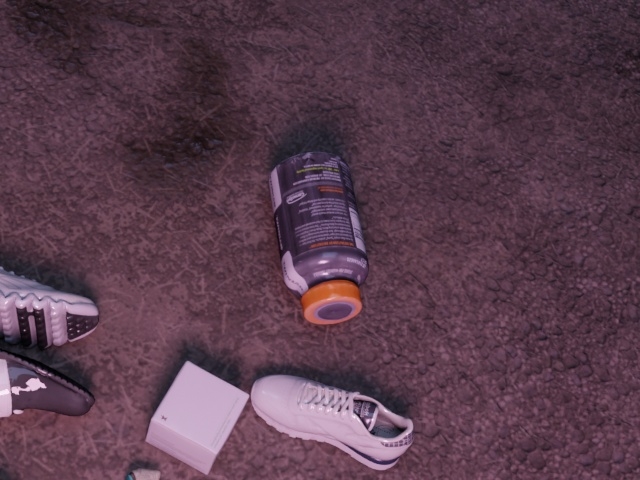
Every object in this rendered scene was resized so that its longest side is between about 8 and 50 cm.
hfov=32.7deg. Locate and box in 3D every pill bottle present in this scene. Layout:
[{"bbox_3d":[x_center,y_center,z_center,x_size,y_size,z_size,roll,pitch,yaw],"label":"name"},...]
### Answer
[{"bbox_3d":[0.000,0.000,1.635,0.130,0.130,0.246,-1,59,-16],"label":"pill bottle"}]

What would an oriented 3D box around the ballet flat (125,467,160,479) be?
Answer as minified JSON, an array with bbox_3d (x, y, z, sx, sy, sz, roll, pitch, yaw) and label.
[{"bbox_3d":[-0.212,0.370,1.397,0.052,0.057,0.168,1,59,-26],"label":"ballet flat"}]

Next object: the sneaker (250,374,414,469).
[{"bbox_3d":[0.018,0.235,1.518,0.235,0.095,0.090,20,58,-1],"label":"sneaker"}]

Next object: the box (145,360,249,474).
[{"bbox_3d":[-0.166,0.239,1.468,0.102,0.087,0.101,28,56,3],"label":"box"}]

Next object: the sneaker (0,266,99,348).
[{"bbox_3d":[-0.448,0.072,1.492,0.292,0.110,0.118,8,49,-11],"label":"sneaker"}]

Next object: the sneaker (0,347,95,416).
[{"bbox_3d":[-0.463,0.198,1.409,0.330,0.122,0.146,19,80,-14],"label":"sneaker"}]
